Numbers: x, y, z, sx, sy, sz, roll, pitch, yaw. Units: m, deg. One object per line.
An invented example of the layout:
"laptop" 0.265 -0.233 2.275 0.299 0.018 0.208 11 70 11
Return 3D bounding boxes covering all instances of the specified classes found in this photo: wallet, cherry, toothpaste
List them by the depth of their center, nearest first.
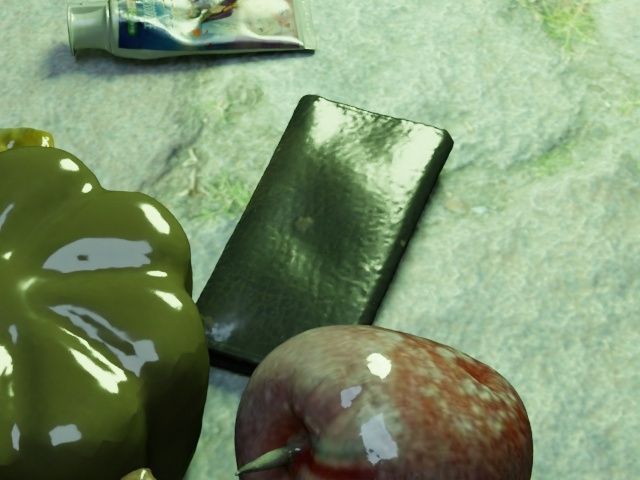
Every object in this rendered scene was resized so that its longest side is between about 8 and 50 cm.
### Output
"cherry" 0.040 0.178 1.309 0.285 0.213 0.236 -4 55 -39
"wallet" 0.000 0.000 1.552 0.170 0.044 0.321 16 60 16
"toothpaste" -0.140 -0.237 1.735 0.266 0.061 0.096 -3 52 -6

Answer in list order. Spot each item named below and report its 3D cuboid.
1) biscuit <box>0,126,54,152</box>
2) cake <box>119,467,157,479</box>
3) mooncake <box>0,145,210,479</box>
"biscuit" -0.370 -0.115 1.663 0.174 0.039 0.183 -15 55 -6
"cake" -0.139 0.362 1.147 0.282 0.290 0.255 -31 59 -22
"mooncake" -0.277 0.094 1.363 0.378 0.200 0.378 6 48 -7
